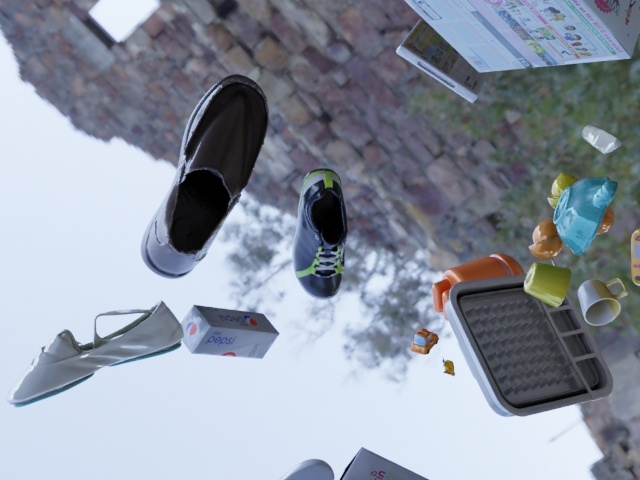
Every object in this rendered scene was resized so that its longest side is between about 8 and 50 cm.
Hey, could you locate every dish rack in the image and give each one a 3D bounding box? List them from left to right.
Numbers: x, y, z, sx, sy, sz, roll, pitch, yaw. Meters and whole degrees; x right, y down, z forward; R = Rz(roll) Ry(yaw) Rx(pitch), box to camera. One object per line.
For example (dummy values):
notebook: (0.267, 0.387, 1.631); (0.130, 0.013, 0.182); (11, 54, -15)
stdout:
dish rack: (0.395, 0.206, 1.935); (0.333, 0.072, 0.285); (-4, -119, -38)

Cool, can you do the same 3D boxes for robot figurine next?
robot figurine: (0.347, 0.103, 2.120); (0.128, 0.220, 0.158); (69, 159, 10)

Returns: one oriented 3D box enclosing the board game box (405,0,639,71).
board game box: (0.315, -0.370, 1.554); (0.224, 0.097, 0.303); (33, 163, -38)

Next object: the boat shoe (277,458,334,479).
boat shoe: (-0.056, 0.390, 1.441); (0.080, 0.228, 0.076); (26, -159, -13)

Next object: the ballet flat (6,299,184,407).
ballet flat: (-0.498, 0.232, 2.161); (0.139, 0.401, 0.139); (57, 158, 37)

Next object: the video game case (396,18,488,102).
video game case: (0.287, -0.415, 2.284); (0.206, 0.026, 0.227); (34, -148, -1)

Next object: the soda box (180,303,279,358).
soda box: (-0.242, 0.244, 2.626); (0.091, 0.098, 0.286); (46, -162, 33)

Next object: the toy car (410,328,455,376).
toy car: (0.213, 0.192, 1.789); (0.122, 0.060, 0.040); (29, 138, 46)

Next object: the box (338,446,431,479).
box: (0.135, 0.494, 1.616); (0.231, 0.261, 0.126); (22, -127, 21)

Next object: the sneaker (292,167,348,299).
sneaker: (0.000, 0.000, 1.576); (0.097, 0.084, 0.234); (-114, 20, -64)

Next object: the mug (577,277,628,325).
mug: (0.469, 0.098, 1.668); (0.064, 0.078, 0.062); (-102, 6, -51)

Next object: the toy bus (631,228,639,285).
toy bus: (0.703, 0.021, 1.836); (0.333, 0.108, 0.130); (-11, -79, -42)

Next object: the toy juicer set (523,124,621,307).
toy juicer set: (0.436, -0.064, 1.635); (0.090, 0.328, 0.209); (19, -146, 0)

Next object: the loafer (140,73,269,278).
loafer: (-0.167, -0.107, 1.621); (0.134, 0.365, 0.130); (24, 166, -20)
